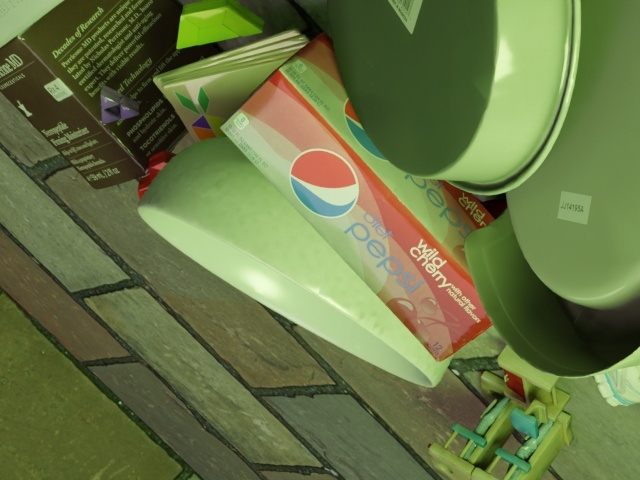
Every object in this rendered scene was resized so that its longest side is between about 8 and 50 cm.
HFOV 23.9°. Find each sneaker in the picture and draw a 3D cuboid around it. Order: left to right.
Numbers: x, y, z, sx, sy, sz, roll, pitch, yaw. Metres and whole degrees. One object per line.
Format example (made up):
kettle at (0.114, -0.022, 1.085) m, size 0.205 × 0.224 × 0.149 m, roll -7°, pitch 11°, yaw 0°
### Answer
sneaker at (0.305, 0.103, 1.542) m, size 0.083 × 0.071 × 0.190 m, roll 1°, pitch 145°, yaw 47°

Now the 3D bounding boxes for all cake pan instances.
cake pan at (0.082, -0.174, 1.086) m, size 0.293 × 0.054 × 0.293 m, roll 36°, pitch 131°, yaw 57°

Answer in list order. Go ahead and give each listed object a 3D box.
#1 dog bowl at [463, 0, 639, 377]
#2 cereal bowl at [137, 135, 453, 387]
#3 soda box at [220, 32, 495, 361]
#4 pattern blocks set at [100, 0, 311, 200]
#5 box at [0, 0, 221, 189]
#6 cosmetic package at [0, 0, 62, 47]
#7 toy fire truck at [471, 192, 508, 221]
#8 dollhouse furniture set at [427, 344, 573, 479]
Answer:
dog bowl at (0.219, -0.077, 1.029) m, size 0.102 × 0.348 × 0.349 m, roll 6°, pitch 168°, yaw -22°
cereal bowl at (0.000, 0.000, 1.461) m, size 0.339 × 0.141 × 0.339 m, roll 30°, pitch 173°, yaw 4°
soda box at (0.049, -0.035, 1.214) m, size 0.263 × 0.092 × 0.083 m, roll 46°, pitch 126°, yaw -3°
pattern blocks set at (-0.061, -0.132, 1.504) m, size 0.325 × 0.026 × 0.285 m, roll -4°, pitch 139°, yaw 13°
box at (-0.238, -0.190, 1.680) m, size 0.203 × 0.167 × 0.168 m, roll 47°, pitch 156°, yaw -17°
cosmetic package at (-0.299, -0.312, 1.473) m, size 0.161 × 0.230 × 0.453 m, roll 47°, pitch 155°, yaw -15°
toy fire truck at (0.168, -0.102, 1.269) m, size 0.302 × 0.169 × 0.254 m, roll 37°, pitch 139°, yaw 4°
dollhouse furniture set at (0.208, 0.213, 1.792) m, size 0.129 × 0.129 × 0.183 m, roll 27°, pitch 155°, yaw 28°
